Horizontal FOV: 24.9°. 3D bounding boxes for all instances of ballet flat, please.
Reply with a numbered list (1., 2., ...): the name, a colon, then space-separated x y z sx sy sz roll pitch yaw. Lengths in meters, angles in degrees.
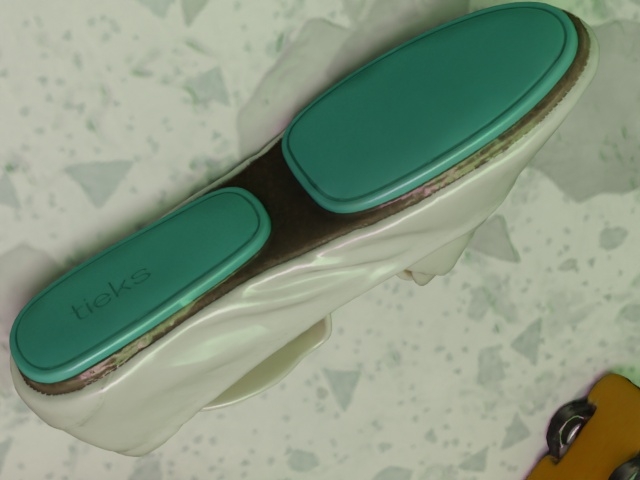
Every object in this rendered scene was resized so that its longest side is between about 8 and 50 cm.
1. ballet flat: 0.000 0.000 0.888 0.400 0.139 0.139 -33 114 0

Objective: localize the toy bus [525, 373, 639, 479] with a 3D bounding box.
1. toy bus: 0.167 0.265 1.020 0.130 0.108 0.332 32 96 -24
